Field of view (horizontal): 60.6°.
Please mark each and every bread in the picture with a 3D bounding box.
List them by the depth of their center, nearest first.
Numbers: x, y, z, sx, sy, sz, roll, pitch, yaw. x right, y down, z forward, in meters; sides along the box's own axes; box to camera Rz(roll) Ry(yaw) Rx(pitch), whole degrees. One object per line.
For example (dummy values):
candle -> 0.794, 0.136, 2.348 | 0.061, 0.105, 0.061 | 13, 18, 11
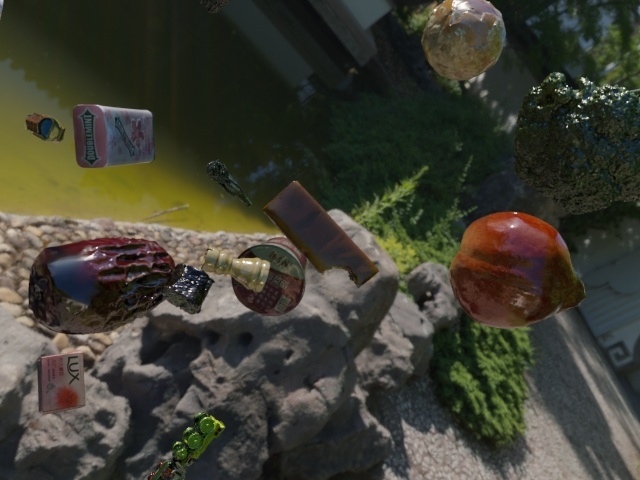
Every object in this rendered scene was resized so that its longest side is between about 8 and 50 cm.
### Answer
bread -> 0.000, 0.000, 1.001 | 0.226, 0.088, 0.049 | 48, -9, -1

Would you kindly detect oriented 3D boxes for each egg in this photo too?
egg -> 0.337, -0.480, 1.299 | 0.195, 0.194, 0.233 | 49, 25, -18

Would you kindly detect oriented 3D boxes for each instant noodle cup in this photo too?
instant noodle cup -> -0.145, 0.097, 1.724 | 0.235, 0.234, 0.178 | 53, 18, -8

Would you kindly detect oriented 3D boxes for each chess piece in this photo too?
chess piece -> -0.162, 0.052, 1.035 | 0.122, 0.066, 0.066 | 19, 35, -14

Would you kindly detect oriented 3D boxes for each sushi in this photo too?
sushi -> -0.284, 0.105, 1.172 | 0.094, 0.098, 0.084 | 28, 57, -8

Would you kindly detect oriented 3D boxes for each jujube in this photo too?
jujube -> -0.534, 0.104, 1.349 | 0.376, 0.258, 0.259 | 4, 56, -63

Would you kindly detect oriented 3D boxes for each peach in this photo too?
peach -> 0.389, 0.067, 1.075 | 0.256, 0.233, 0.232 | 25, 14, 20

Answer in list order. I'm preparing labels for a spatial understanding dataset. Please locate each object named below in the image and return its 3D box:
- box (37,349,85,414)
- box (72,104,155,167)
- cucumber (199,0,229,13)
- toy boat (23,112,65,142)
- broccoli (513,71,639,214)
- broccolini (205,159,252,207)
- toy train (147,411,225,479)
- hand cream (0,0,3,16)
box -> -0.693, 0.380, 1.465 | 0.111, 0.060, 0.156 | 0, 77, -39
box -> -0.653, -0.337, 1.778 | 0.370, 0.112, 0.191 | -57, 149, -76
cucumber -> -0.125, -0.416, 0.845 | 0.058, 0.187, 0.058 | 12, 73, -42
toy boat -> -0.684, -0.281, 1.362 | 0.172, 0.065, 0.066 | 23, -2, 32
broccoli -> 0.569, -0.212, 1.142 | 0.284, 0.303, 0.321 | -54, 135, -28
broccolini -> -0.307, -0.196, 1.874 | 0.202, 0.091, 0.068 | 43, 41, -18
toy train -> -0.341, 0.535, 1.333 | 0.085, 0.250, 0.053 | 49, -18, -30
hand cream -> -0.909, -0.583, 1.252 | 0.312, 0.111, 0.070 | 7, 90, -38
